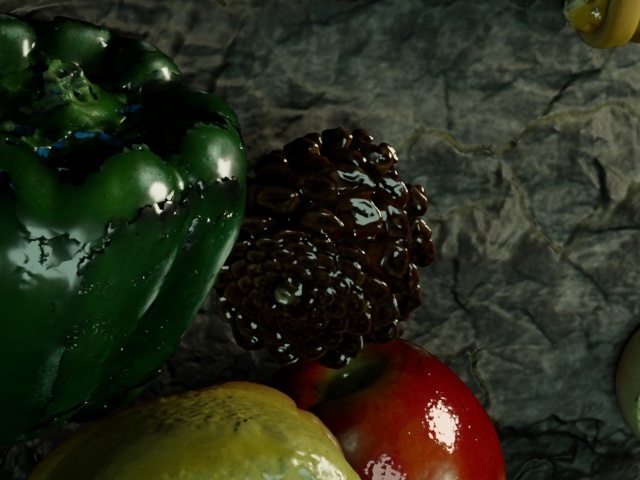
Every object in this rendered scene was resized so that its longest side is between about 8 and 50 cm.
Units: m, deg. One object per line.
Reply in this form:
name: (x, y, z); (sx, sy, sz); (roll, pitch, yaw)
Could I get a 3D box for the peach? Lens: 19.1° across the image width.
peach: (0.043, 0.190, 1.467); (0.190, 0.196, 0.226); (-1, 124, 24)

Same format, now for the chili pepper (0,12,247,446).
chili pepper: (-0.183, -0.004, 1.263); (0.233, 0.248, 0.256); (0, 130, -30)

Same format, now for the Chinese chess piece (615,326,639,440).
Chinese chess piece: (0.316, 0.116, 1.577); (0.144, 0.058, 0.144); (-7, 121, -12)

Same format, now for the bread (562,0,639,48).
bread: (0.252, -0.196, 1.362); (0.177, 0.084, 0.119); (-6, 122, -18)

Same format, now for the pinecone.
pinecone: (0.006, -0.005, 1.357); (0.163, 0.165, 0.163); (11, 132, 13)

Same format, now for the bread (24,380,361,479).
bread: (-0.079, 0.232, 1.291); (0.270, 0.148, 0.269); (-4, 103, -19)
